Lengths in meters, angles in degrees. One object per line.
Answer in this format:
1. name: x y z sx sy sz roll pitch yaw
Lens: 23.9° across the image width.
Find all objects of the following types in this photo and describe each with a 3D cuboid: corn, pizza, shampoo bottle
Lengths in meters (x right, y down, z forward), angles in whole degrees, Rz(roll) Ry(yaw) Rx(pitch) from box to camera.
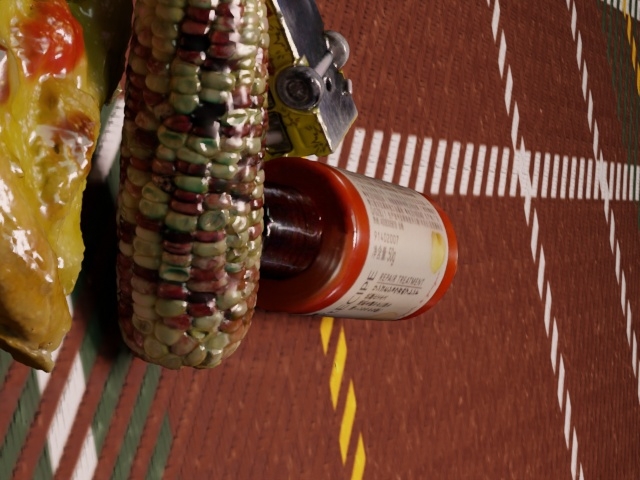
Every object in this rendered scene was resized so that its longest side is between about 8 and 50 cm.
1. corn: -0.071 -0.051 0.839 0.086 0.086 0.253 -43 140 -63
2. pizza: -0.154 -0.121 0.779 0.287 0.075 0.280 -69 142 -50
3. shampoo bottle: 0.000 0.000 1.029 0.278 0.104 0.104 10 70 -64

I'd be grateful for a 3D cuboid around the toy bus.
1. toy bus: -0.043 -0.165 1.044 0.226 0.074 0.081 67 25 -24
